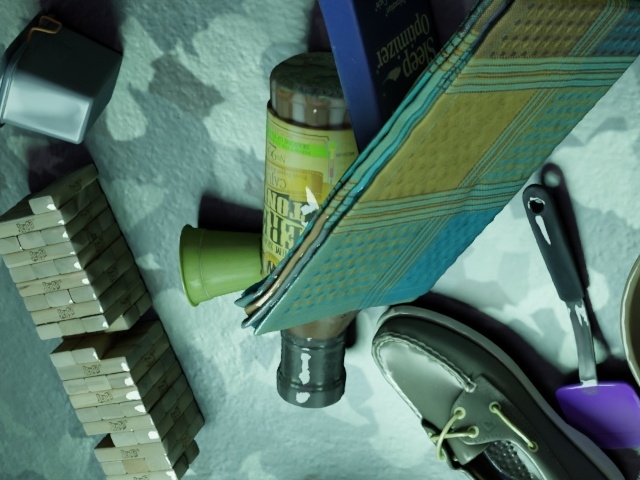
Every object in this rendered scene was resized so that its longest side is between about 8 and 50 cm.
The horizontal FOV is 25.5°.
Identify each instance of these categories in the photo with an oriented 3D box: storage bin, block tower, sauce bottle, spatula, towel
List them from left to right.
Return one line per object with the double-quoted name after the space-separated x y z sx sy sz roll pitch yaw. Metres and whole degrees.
-0.247 -0.156 1.345 0.091 0.135 0.098 20 122 -3 "storage bin"
-0.230 0.094 1.481 0.097 0.091 0.335 -11 111 25 "block tower"
0.000 0.000 1.332 0.111 0.111 0.344 10 118 16 "sauce bottle"
0.112 -0.069 1.171 0.040 0.271 0.370 52 122 22 "towel"
0.241 0.078 1.325 0.084 0.030 0.296 -9 112 30 "spatula"

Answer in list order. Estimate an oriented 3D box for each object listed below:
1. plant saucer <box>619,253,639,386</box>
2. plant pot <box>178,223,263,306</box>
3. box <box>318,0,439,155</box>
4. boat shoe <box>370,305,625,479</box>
0.408 0.075 1.253 0.278 0.041 0.278 9 119 18 "plant saucer"
-0.092 0.022 1.404 0.079 0.083 0.083 -5 114 11 "plant pot"
0.060 -0.151 1.215 0.036 0.136 0.225 -1 116 30 "box"
0.164 0.186 1.367 0.305 0.091 0.109 41 136 -1 "boat shoe"
